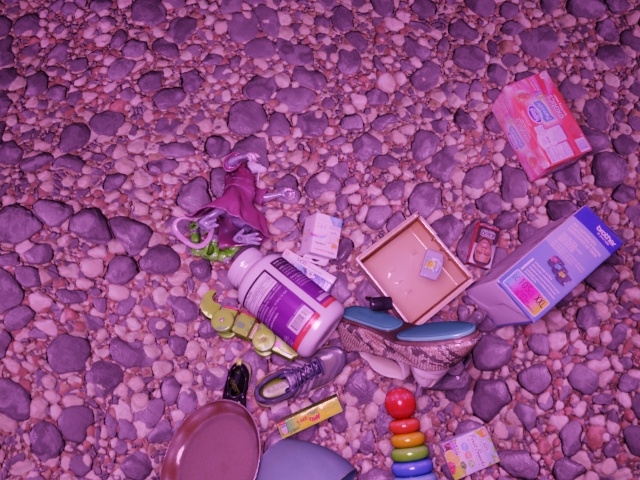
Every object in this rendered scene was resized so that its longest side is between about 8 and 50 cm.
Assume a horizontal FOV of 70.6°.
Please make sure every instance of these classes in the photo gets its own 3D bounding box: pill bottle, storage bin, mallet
[{"bbox_3d":[-0.104,0.163,1.271,0.323,0.181,0.181,37,80,16],"label":"pill bottle"},{"bbox_3d":[0.285,0.091,1.366,0.260,0.123,0.262,-37,78,-7],"label":"storage bin"},{"bbox_3d":[0.149,0.177,1.311,0.062,0.189,0.039,-3,88,-14],"label":"mallet"}]

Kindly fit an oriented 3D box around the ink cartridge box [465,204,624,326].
[{"bbox_3d":[0.643,0.064,1.291,0.395,0.270,0.151,-39,81,-8],"label":"ink cartridge box"}]

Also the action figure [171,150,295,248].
[{"bbox_3d":[-0.250,-0.130,1.399,0.275,0.248,0.370,-21,41,19],"label":"action figure"}]

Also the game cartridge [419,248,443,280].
[{"bbox_3d":[0.321,0.071,1.300,0.055,0.017,0.083,18,77,1],"label":"game cartridge"}]

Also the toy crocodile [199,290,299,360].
[{"bbox_3d":[-0.210,0.259,1.330,0.340,0.115,0.105,23,67,11],"label":"toy crocodile"}]

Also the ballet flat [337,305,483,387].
[{"bbox_3d":[0.223,0.283,1.188,0.164,0.482,0.182,-14,97,-36],"label":"ballet flat"}]

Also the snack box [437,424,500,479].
[{"bbox_3d":[0.420,0.600,1.283,0.141,0.037,0.100,-20,78,-4],"label":"snack box"}]

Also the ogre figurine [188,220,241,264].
[{"bbox_3d":[-0.333,0.007,1.412,0.197,0.097,0.118,20,65,-6],"label":"ogre figurine"}]

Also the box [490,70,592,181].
[{"bbox_3d":[0.702,-0.364,1.460,0.154,0.142,0.300,-22,77,-4],"label":"box"}]

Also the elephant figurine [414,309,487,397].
[{"bbox_3d":[0.377,0.321,1.304,0.185,0.239,0.170,-9,102,35],"label":"elephant figurine"}]

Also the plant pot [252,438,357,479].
[{"bbox_3d":[-0.072,0.640,1.177,0.195,0.290,0.290,37,79,28],"label":"plant pot"}]

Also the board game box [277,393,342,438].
[{"bbox_3d":[-0.028,0.498,1.287,0.181,0.092,0.043,-23,78,-5],"label":"board game box"}]

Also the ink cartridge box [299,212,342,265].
[{"bbox_3d":[0.000,0.000,1.395,0.092,0.090,0.143,15,75,-23],"label":"ink cartridge box"}]

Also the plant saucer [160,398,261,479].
[{"bbox_3d":[-0.279,0.579,1.180,0.310,0.050,0.311,-17,48,20],"label":"plant saucer"}]

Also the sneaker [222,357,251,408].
[{"bbox_3d":[-0.253,0.458,1.297,0.084,0.097,0.235,4,76,2],"label":"sneaker"}]

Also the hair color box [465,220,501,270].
[{"bbox_3d":[0.511,0.016,1.421,0.071,0.043,0.141,18,78,4],"label":"hair color box"}]

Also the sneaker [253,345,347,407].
[{"bbox_3d":[-0.058,0.396,1.297,0.299,0.121,0.111,-28,78,-6],"label":"sneaker"}]

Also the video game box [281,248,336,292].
[{"bbox_3d":[-0.079,0.157,1.395,0.187,0.048,0.205,29,78,10],"label":"video game box"}]

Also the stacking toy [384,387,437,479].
[{"bbox_3d":[0.246,0.581,1.256,0.141,0.141,0.331,-8,69,-1],"label":"stacking toy"}]
